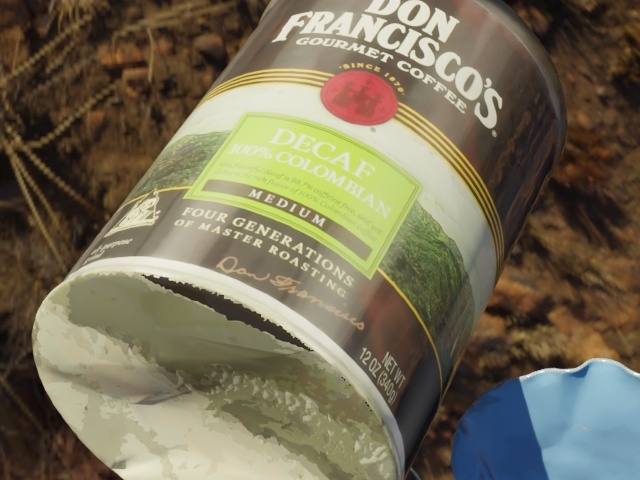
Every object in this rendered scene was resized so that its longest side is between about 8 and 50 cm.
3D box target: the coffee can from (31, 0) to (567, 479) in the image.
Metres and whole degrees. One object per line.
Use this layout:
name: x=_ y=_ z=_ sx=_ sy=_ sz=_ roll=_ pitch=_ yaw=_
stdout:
coffee can: x=0.000 y=0.000 z=0.765 sx=0.202 sy=0.275 sz=0.201 roll=17 pitch=138 yaw=16

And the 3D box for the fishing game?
fishing game: x=0.166 y=0.138 z=0.793 sx=0.264 sy=0.041 sz=0.189 roll=-22 pitch=114 yaw=31
